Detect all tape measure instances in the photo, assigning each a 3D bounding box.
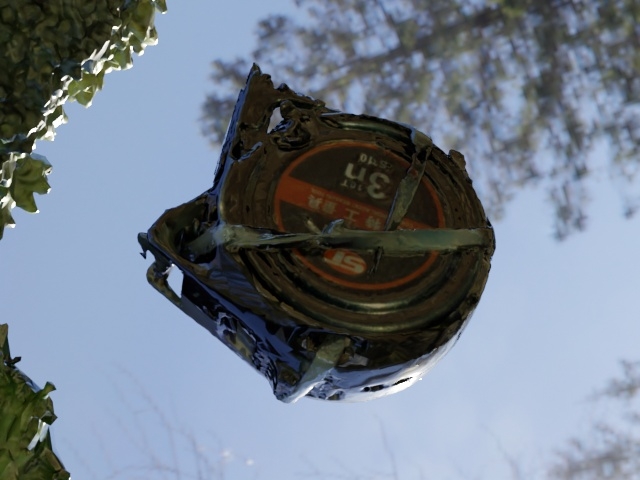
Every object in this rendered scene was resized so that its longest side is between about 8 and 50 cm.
[{"bbox_3d":[0.001,0.002,0.399,0.094,0.054,0.091,27,-121,4],"label":"tape measure"}]

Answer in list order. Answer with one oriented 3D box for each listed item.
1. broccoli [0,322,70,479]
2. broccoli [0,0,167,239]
[{"bbox_3d":[-0.245,0.129,0.624,0.294,0.265,0.245,54,-163,-30],"label":"broccoli"},{"bbox_3d":[-0.221,-0.154,0.863,0.302,0.249,0.375,-56,-24,-66],"label":"broccoli"}]
